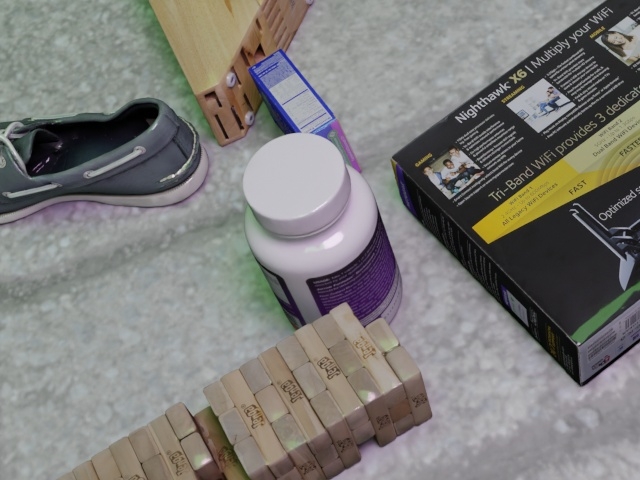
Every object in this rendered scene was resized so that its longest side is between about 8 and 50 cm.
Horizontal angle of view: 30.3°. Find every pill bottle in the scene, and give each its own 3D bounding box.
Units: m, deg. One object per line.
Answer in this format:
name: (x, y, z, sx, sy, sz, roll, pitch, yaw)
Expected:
pill bottle: (0.000, 0.000, 0.963, 0.108, 0.193, 0.108, -6, 58, 11)

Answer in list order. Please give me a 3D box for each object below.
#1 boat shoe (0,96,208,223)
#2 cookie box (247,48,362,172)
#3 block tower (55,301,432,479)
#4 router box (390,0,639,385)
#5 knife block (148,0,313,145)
boat shoe: (-0.272, -0.089, 1.147, 0.320, 0.099, 0.116, -1, 59, 14)
cookie box: (-0.014, -0.111, 1.097, 0.040, 0.092, 0.107, -34, 58, -3)
block tower: (-0.079, 0.178, 0.938, 0.335, 0.097, 0.091, -30, 56, -7)
router box: (0.254, -0.065, 1.003, 0.309, 0.081, 0.243, -36, 58, -8)
knife block: (-0.144, -0.248, 1.218, 0.242, 0.088, 0.275, 13, 64, 22)
